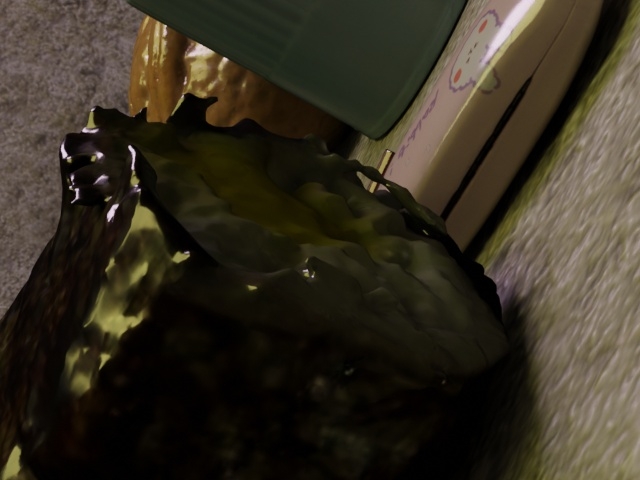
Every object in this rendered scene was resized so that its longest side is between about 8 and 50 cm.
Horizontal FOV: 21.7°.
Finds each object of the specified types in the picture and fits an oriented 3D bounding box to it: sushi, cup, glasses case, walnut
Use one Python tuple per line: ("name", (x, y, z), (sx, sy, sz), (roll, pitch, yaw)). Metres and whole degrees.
("sushi", (-0.059, 0.095, 1.005), (0.294, 0.299, 0.281), (-64, 36, 19))
("cup", (-0.006, -0.314, 1.732), (0.331, 0.311, 0.257), (-58, 11, 33))
("glasses case", (0.110, -0.079, 1.178), (0.297, 0.075, 0.113), (-60, 11, 27))
("walnut", (-0.086, -0.204, 2.008), (0.333, 0.333, 0.333), (-61, 9, 17))

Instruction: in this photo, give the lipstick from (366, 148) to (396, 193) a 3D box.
("lipstick", (0.035, -0.001, 1.558), (0.027, 0.027, 0.176), (-122, 57, -80))
